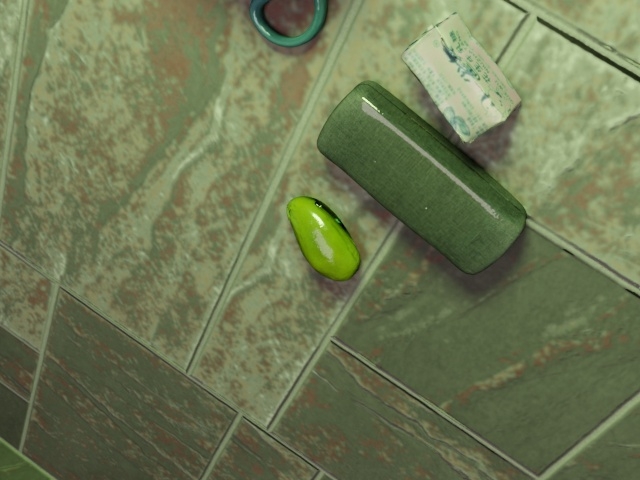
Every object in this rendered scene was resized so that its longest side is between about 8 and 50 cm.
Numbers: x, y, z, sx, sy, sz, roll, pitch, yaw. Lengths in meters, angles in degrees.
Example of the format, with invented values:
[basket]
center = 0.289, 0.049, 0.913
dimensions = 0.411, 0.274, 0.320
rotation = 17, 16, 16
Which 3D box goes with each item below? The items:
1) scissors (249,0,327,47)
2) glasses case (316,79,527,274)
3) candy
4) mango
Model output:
[scissors]
center = 0.048, -0.426, 0.879
dimensions = 0.447, 0.029, 0.193
rotation = -26, 104, 36
[glasses case]
center = 0.147, -0.091, 0.997
dimensions = 0.323, 0.074, 0.131
rotation = 40, 127, 1
[candy]
center = 0.185, -0.212, 0.896
dimensions = 0.073, 0.092, 0.160
rotation = -34, 97, 39
[mango]
center = 0.000, 0.000, 1.127
dimensions = 0.165, 0.074, 0.091
rotation = 49, 130, -6
